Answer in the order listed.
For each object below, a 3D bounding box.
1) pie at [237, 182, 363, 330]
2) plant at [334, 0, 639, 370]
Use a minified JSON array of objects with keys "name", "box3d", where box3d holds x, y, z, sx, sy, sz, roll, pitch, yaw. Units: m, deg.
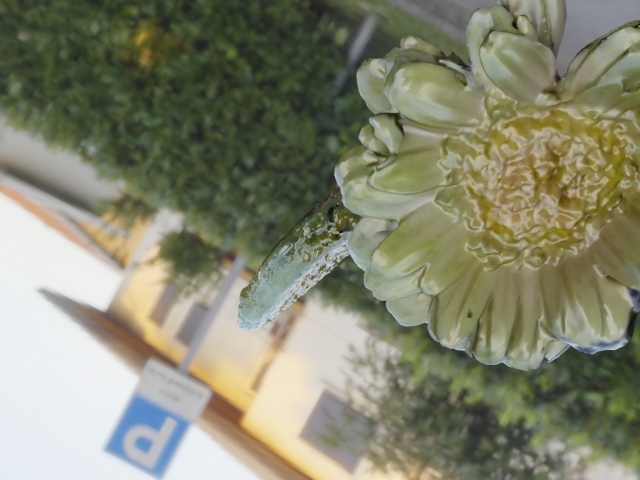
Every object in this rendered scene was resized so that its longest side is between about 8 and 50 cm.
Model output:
[{"name":"pie","box3d":[0.000,0.000,1.314,0.078,0.277,0.277,51,-179,2]},{"name":"plant","box3d":[0.168,-0.032,0.856,0.306,0.261,0.297,-6,168,4]}]
